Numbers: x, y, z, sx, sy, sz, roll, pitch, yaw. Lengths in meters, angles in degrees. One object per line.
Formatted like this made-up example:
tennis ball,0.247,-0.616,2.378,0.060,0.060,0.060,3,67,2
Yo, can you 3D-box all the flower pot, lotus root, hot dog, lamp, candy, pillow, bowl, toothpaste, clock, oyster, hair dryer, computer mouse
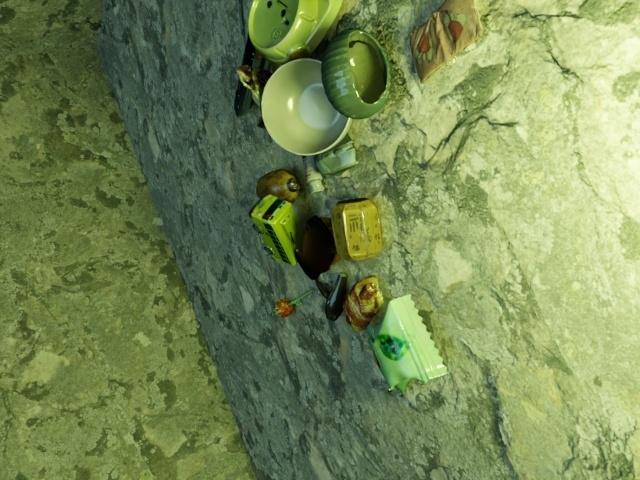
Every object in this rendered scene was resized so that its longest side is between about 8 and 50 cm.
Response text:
flower pot,0.096,-0.454,1.497,0.157,0.190,0.242,162,101,-64
lotus root,-0.155,-0.197,2.072,0.260,0.129,0.145,-1,117,60
hot dog,0.005,0.004,1.930,0.194,0.107,0.326,52,151,1
lamp,0.115,-0.037,1.704,0.161,0.161,0.184,9,112,56
candy,-0.105,0.250,2.280,0.288,0.078,0.084,-37,35,47
pillow,0.298,-0.488,1.306,0.248,0.049,0.135,-28,80,62
bowl,-0.026,-0.412,1.691,0.287,0.144,0.286,4,105,17
toothpaste,-0.035,-0.281,1.924,0.089,0.057,0.233,-21,79,60
hot dog,0.135,0.212,1.822,0.146,0.103,0.213,-110,29,-42
candy,0.242,0.351,1.720,0.397,0.172,0.262,100,154,-68
clock,-0.103,-0.684,1.666,0.286,0.117,0.348,49,117,33
oyster,-0.196,-0.489,1.793,0.275,0.101,0.270,75,-167,-62
hair dryer,0.026,0.170,2.038,0.219,0.075,0.195,45,129,49
computer mouse,0.041,-0.275,1.781,0.231,0.071,0.126,-18,89,58

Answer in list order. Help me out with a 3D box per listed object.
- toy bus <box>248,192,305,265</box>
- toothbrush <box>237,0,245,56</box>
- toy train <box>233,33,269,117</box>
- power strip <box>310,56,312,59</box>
toy bus,-0.147,-0.039,2.033,0.150,0.128,0.262,20,149,35
toothbrush,-0.304,-0.821,2.116,0.019,0.016,0.219,37,135,56
toy train,-0.250,-0.632,2.050,0.086,0.088,0.406,59,146,25
power strip,-0.092,-0.501,1.849,0.070,0.105,0.256,41,136,44
